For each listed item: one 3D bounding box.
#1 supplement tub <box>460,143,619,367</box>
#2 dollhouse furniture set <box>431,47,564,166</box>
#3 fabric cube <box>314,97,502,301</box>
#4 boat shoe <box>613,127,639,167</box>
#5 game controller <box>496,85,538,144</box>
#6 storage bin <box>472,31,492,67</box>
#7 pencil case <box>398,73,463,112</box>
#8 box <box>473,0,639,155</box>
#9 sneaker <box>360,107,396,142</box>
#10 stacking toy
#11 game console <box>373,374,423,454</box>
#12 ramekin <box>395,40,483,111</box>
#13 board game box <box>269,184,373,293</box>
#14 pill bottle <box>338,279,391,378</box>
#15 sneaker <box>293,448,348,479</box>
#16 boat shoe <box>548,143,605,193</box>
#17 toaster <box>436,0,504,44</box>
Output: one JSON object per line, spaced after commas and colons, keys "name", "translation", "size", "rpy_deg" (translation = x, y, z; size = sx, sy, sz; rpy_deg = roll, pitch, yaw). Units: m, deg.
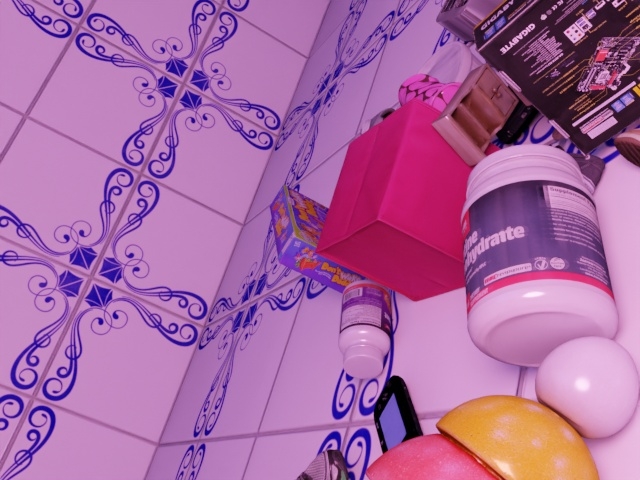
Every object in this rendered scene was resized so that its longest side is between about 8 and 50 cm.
{"name": "supplement tub", "translation": [0.296, 0.020, 0.988], "size": [0.191, 0.191, 0.272], "rpy_deg": [-43, 32, 45]}
{"name": "dollhouse furniture set", "translation": [0.330, -0.245, 1.183], "size": [0.161, 0.212, 0.242], "rpy_deg": [-54, 17, -27]}
{"name": "fabric cube", "translation": [0.181, -0.064, 1.356], "size": [0.259, 0.254, 0.258], "rpy_deg": [-27, 41, 59]}
{"name": "boat shoe", "translation": [0.483, -0.129, 0.948], "size": [0.072, 0.068, 0.190], "rpy_deg": [-50, 28, -1]}
{"name": "game controller", "translation": [0.428, -0.332, 1.334], "size": [0.319, 0.067, 0.166], "rpy_deg": [-57, 4, 38]}
{"name": "storage bin", "translation": [0.409, -0.437, 1.534], "size": [0.135, 0.098, 0.091], "rpy_deg": [-32, 63, 57]}
{"name": "pencil case", "translation": [0.227, -0.282, 1.400], "size": [0.098, 0.095, 0.209], "rpy_deg": [-53, 23, 7]}
{"name": "box", "translation": [0.416, -0.301, 0.973], "size": [0.322, 0.257, 0.079], "rpy_deg": [-40, 29, 33]}
{"name": "sneaker", "translation": [0.166, -0.274, 1.933], "size": [0.108, 0.100, 0.271], "rpy_deg": [-43, 26, 34]}
{"name": "stacking toy", "translation": [0.201, 0.299, 0.819], "size": [0.480, 0.350, 0.350], "rpy_deg": [-49, 17, -7]}
{"name": "game console", "translation": [0.136, 0.378, 1.193], "size": [0.213, 0.044, 0.361], "rpy_deg": [-56, 19, 19]}
{"name": "ramekin", "translation": [0.285, -0.301, 1.600], "size": [0.273, 0.127, 0.273], "rpy_deg": [-52, 22, 30]}
{"name": "board game box", "translation": [0.000, 0.000, 1.780], "size": [0.078, 0.233, 0.347], "rpy_deg": [-57, 19, 17]}
{"name": "pill bottle", "translation": [0.092, 0.185, 1.471], "size": [0.108, 0.108, 0.193], "rpy_deg": [-47, 24, 39]}
{"name": "sneaker", "translation": [-0.062, 0.530, 1.348], "size": [0.343, 0.146, 0.134], "rpy_deg": [-56, 19, 17]}
{"name": "boat shoe", "translation": [0.384, -0.124, 1.176], "size": [0.076, 0.080, 0.228], "rpy_deg": [-53, 18, -1]}
{"name": "toaster", "translation": [0.386, -0.579, 1.741], "size": [0.185, 0.110, 0.168], "rpy_deg": [-62, 17, 2]}
